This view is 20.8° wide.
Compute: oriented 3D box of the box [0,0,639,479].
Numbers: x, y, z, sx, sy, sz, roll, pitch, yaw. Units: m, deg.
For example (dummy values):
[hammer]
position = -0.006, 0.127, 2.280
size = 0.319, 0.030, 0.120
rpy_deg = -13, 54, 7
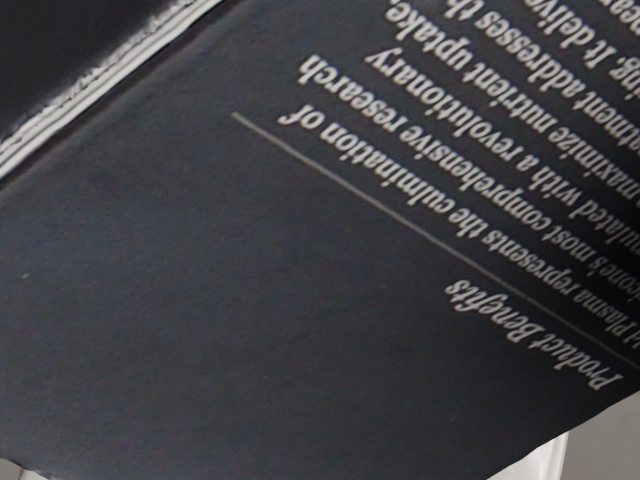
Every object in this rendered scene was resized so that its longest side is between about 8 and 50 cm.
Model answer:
[box]
position = 0.042, -0.214, 0.647
size = 0.471, 0.480, 0.297
rpy_deg = -33, 140, 23

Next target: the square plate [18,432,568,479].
[square plate]
position = 0.000, 0.000, 1.038
size = 0.344, 0.347, 0.049
rpy_deg = 2, 152, 27
